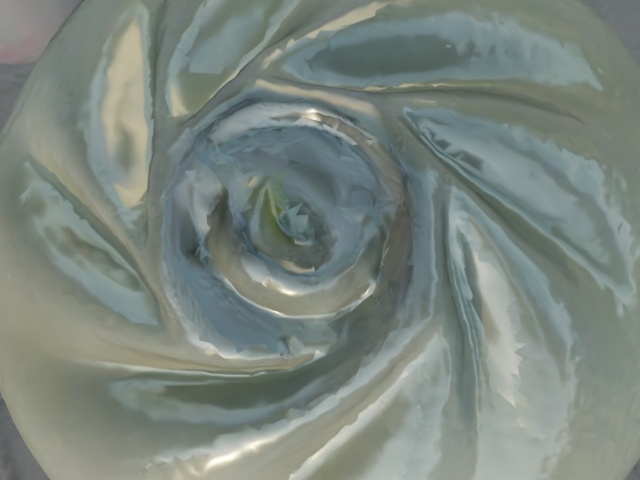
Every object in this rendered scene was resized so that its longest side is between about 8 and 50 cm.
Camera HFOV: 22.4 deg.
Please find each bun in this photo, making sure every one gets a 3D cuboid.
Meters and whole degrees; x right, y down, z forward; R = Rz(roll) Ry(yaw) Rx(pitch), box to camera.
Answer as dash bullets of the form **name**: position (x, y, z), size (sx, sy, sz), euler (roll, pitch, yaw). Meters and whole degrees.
- **bun**: position (0.000, 0.000, 0.373), size (0.172, 0.120, 0.173), euler (-2, 82, 11)

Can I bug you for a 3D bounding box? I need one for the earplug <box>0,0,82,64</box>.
- **earplug**: position (-0.223, -0.207, 1.021), size (0.172, 0.301, 0.172), euler (-1, 68, 3)
